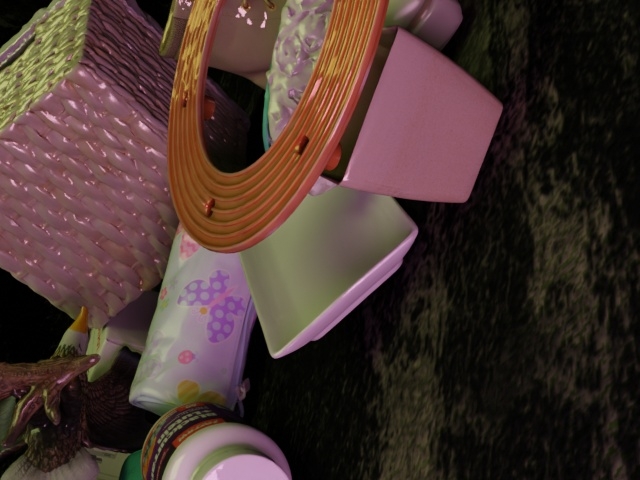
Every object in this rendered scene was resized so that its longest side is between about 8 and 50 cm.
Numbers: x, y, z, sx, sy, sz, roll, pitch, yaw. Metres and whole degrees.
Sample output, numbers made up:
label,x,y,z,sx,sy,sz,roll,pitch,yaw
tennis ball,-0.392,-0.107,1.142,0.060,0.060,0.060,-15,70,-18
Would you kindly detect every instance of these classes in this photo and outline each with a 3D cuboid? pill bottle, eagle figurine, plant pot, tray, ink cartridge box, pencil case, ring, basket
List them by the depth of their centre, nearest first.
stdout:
label,x,y,z,sx,sy,sz,roll,pitch,yaw
plant pot,0.061,-0.080,0.704,0.109,0.096,0.109,-144,74,-74
ring,-0.033,-0.153,0.753,0.336,0.032,0.337,-31,52,51
pill bottle,-0.085,0.200,0.844,0.193,0.108,0.108,178,110,-72
tray,0.000,0.000,0.858,0.145,0.030,0.270,-43,23,6
pencil case,-0.112,0.064,1.068,0.124,0.113,0.273,-8,61,40
eagle figurine,-0.303,0.190,1.204,0.225,0.226,0.298,-46,-13,-17
basket,-0.311,-0.118,1.377,0.328,0.331,0.266,-36,32,17
ink cartridge box,-0.307,0.230,1.500,0.207,0.117,0.283,-112,43,-66

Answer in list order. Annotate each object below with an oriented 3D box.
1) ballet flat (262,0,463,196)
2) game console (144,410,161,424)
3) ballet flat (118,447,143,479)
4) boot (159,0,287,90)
label,x,y,z,sx,sy,sz,roll,pitch,yaw
ballet flat,0.065,-0.234,0.827,0.147,0.147,0.409,174,113,-72
game console,-0.145,0.173,1.136,0.071,0.107,0.122,-7,-61,-77
ballet flat,-0.148,0.240,1.052,0.231,0.077,0.077,-36,37,61
boot,-0.049,-0.266,1.070,0.262,0.203,0.095,124,157,-45
